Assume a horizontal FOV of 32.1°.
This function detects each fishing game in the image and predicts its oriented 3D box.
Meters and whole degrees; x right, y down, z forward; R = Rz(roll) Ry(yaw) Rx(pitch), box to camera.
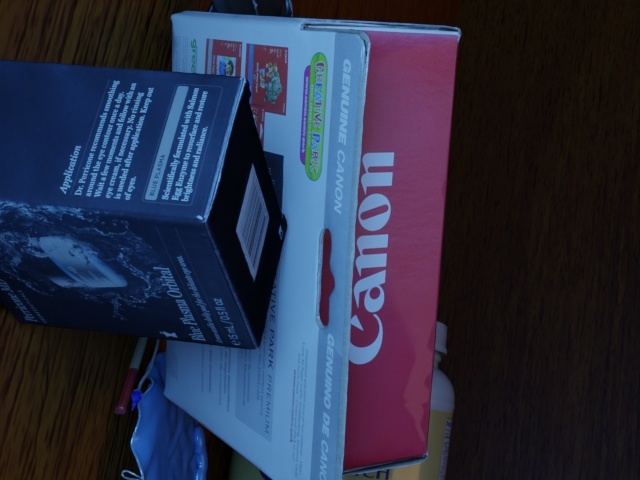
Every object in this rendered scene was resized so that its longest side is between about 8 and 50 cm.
[{"bbox_3d":[-0.135,0.184,0.944,0.189,0.041,0.264,-81,166,-53],"label":"fishing game"}]

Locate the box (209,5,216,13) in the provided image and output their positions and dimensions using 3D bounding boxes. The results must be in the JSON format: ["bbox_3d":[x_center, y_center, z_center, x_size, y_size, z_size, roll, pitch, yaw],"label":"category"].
[{"bbox_3d":[-0.074,-0.132,1.071,0.225,0.037,0.136,81,19,-49],"label":"box"}]

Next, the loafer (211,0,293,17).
[{"bbox_3d":[-0.045,-0.240,0.852,0.220,0.078,0.080,79,24,-48],"label":"loafer"}]

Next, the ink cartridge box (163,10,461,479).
[{"bbox_3d":[0.000,0.000,0.788,0.272,0.130,0.309,22,-68,57],"label":"ink cartridge box"}]

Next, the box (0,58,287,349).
[{"bbox_3d":[-0.113,-0.016,0.627,0.156,0.158,0.093,76,23,-59],"label":"box"}]

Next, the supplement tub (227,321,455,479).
[{"bbox_3d":[0.020,0.245,1.234,0.241,0.241,0.331,46,51,-76],"label":"supplement tub"}]
